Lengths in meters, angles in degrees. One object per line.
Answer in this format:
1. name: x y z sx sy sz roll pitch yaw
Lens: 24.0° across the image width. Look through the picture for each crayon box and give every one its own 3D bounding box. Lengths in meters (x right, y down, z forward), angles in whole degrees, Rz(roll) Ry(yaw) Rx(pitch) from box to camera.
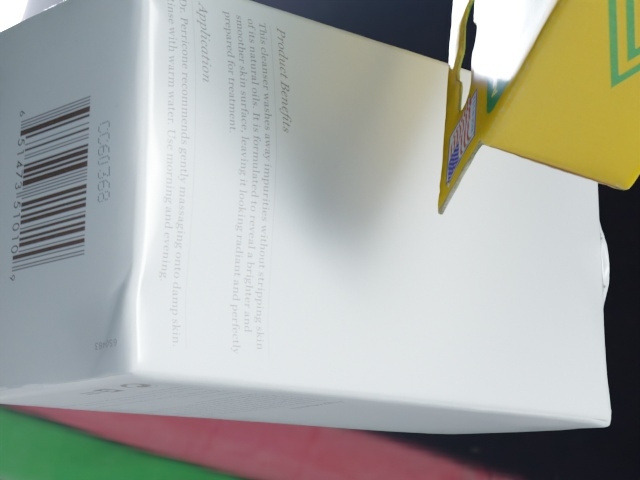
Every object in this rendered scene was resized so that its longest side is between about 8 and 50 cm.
1. crayon box: 0.154 -0.174 0.703 0.083 0.203 0.323 17 -45 -9

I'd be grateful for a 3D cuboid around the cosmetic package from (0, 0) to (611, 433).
1. cosmetic package: 0.000 0.000 0.892 0.385 0.217 0.156 14 -18 -43
